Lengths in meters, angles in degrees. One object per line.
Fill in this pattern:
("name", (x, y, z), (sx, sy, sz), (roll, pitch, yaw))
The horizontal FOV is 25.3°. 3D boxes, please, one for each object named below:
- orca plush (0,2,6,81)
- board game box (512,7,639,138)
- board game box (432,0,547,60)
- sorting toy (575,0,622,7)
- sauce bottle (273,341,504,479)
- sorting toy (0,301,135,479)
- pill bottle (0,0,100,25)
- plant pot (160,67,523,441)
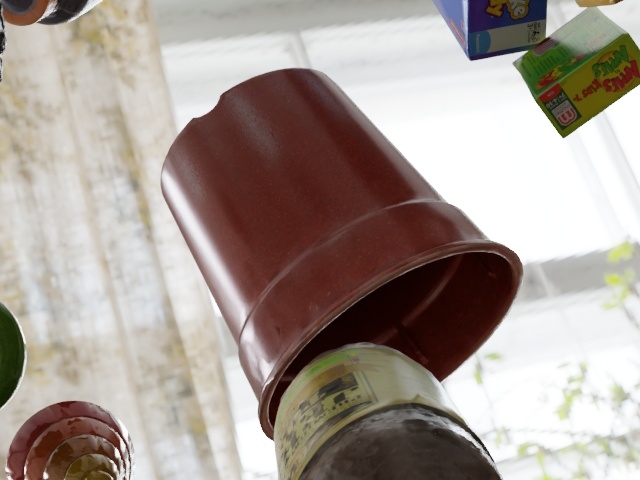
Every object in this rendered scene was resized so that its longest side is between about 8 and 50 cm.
("orca plush", (-0.201, -0.127, 0.789), (0.102, 0.151, 0.287), (3, -56, 9))
("board game box", (0.223, -0.149, 1.232), (0.092, 0.043, 0.181), (-36, 12, 11))
("board game box", (0.126, -0.365, 1.380), (0.078, 0.347, 0.233), (-11, -50, -8))
("sorting toy", (0.113, -0.311, 0.969), (0.047, 0.348, 0.196), (-27, 1, -10))
("sauce bottle", (0.036, 0.127, 0.699), (0.111, 0.111, 0.344), (-17, 5, -3))
("sorting toy", (-0.289, 0.122, 1.228), (0.127, 0.365, 0.126), (-47, 18, -15))
("pill bottle", (-0.299, -0.334, 1.675), (0.130, 0.130, 0.246), (-40, 7, 35))
("plant pot", (0.000, 0.000, 1.308), (0.272, 0.265, 0.272), (-26, -29, -15))
